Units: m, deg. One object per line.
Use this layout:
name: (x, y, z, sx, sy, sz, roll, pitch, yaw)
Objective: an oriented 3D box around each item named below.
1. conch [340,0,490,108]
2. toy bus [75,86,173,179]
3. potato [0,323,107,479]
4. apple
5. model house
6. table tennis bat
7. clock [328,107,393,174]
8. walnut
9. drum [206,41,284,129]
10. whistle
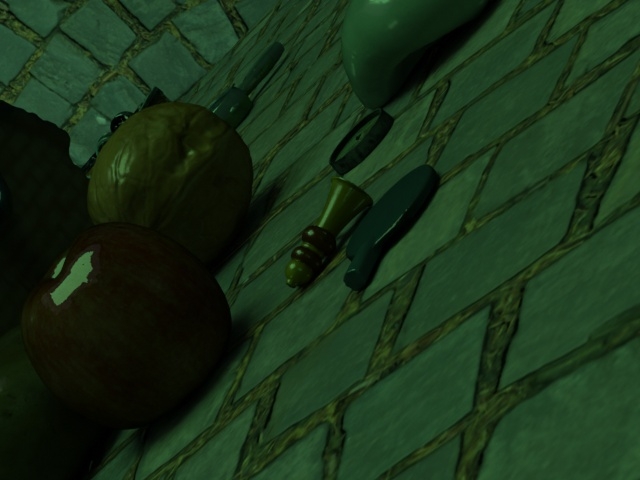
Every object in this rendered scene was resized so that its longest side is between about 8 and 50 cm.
conch: (0.100, -0.247, 1.613, 0.221, 0.121, 0.185, -44, -18, 33)
toy bus: (-0.303, -0.094, 2.309, 0.275, 0.167, 0.138, -47, 12, 21)
potato: (-0.295, 0.176, 1.491, 0.165, 0.165, 0.262, -35, 21, 43)
apple: (-0.185, 0.078, 1.369, 0.188, 0.174, 0.188, -47, 12, 13)
model house: (-0.487, 0.070, 1.782, 0.395, 0.400, 0.445, -28, 21, 24)
table tennis bat: (0.053, -0.012, 1.218, 0.100, 0.019, 0.155, -37, 15, 38)
clock: (0.042, -0.106, 1.540, 0.085, 0.017, 0.085, -44, 13, 13)
walnut: (-0.177, -0.059, 1.727, 0.193, 0.193, 0.225, -36, 26, 40)
drum: (-0.129, -0.261, 2.504, 0.253, 0.049, 0.130, -52, 13, -18)
whistle: (-0.003, -0.004, 1.329, 0.109, 0.046, 0.057, -55, 28, -8)
